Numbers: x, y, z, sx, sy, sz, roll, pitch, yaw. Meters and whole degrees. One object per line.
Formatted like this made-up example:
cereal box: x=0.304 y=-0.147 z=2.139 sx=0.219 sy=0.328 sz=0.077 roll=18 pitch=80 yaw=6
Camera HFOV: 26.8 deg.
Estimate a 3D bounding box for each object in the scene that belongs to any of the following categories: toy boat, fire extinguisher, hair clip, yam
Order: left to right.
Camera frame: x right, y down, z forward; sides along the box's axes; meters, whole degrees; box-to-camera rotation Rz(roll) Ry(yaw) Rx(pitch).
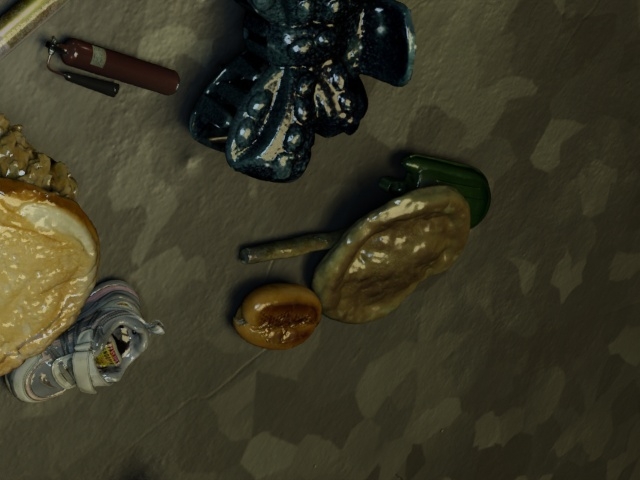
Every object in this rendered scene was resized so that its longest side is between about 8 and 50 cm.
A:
fire extinguisher: x=-0.224 y=-0.177 z=1.397 sx=0.173 sy=0.035 sz=0.049 roll=13 pitch=140 yaw=-45
hair clip: x=-0.026 y=-0.222 z=1.445 sx=0.206 sy=0.194 sz=0.310 roll=-12 pitch=121 yaw=-30
yam: x=-0.001 y=0.000 z=1.689 sx=0.234 sy=0.027 sz=0.029 roll=-14 pitch=144 yaw=-37
toy boat: x=0.161 y=-0.057 z=1.789 sx=0.210 sy=0.052 sz=0.104 roll=7 pitch=105 yaw=-45

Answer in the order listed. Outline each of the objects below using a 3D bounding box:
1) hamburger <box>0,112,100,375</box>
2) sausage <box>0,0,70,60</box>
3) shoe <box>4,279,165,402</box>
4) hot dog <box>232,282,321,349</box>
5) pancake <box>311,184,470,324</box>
hamburger: x=-0.344 y=0.010 z=1.309 sx=0.243 sy=0.146 sz=0.286 roll=-10 pitch=125 yaw=-31
sausage: x=-0.256 y=-0.250 z=1.325 sx=0.269 sy=0.033 sz=0.033 roll=-45 pitch=134 yaw=-15
shoe: x=-0.255 y=0.127 z=1.482 sx=0.180 sy=0.092 sz=0.089 roll=-38 pitch=133 yaw=-21
hot dog: x=-0.047 y=0.092 z=1.679 sx=0.140 sy=0.060 sz=0.090 roll=-2 pitch=117 yaw=-34
pancake: x=0.097 y=0.023 z=1.741 sx=0.236 sy=0.042 sz=0.222 roll=-26 pitch=146 yaw=-11
